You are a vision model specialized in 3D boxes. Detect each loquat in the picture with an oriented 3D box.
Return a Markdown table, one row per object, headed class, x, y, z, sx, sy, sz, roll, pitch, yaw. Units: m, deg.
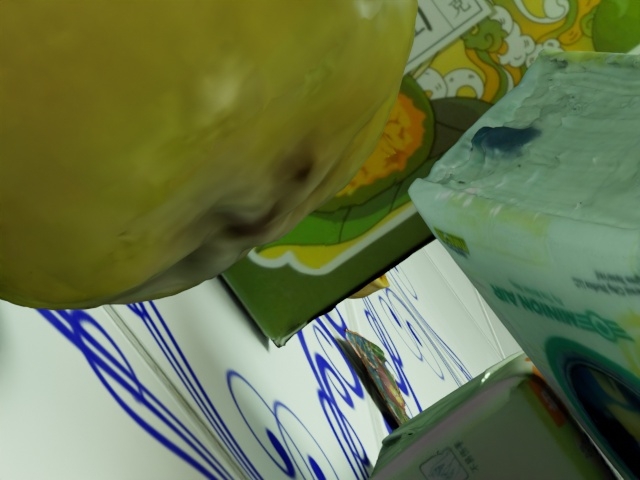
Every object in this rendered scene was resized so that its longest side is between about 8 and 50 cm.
| class | x | y | z | sx | sy | sz | roll | pitch | yaw |
| --- | --- | --- | --- | --- | --- | --- | --- | --- | --- |
| loquat | -0.087 | -0.123 | 0.714 | 0.284 | 0.276 | 0.276 | 60 | 8 | 3 |

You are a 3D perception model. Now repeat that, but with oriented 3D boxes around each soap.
| class | x | y | z | sx | sy | sz | roll | pitch | yaw |
| --- | --- | --- | --- | --- | --- | --- | --- | --- | --- |
| soap | 0.128 | 0.185 | 1.190 | 0.199 | 0.138 | 0.182 | 56 | 8 | 1 |

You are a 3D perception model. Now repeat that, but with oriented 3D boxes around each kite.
| class | x | y | z | sx | sy | sz | roll | pitch | yaw |
| --- | --- | --- | --- | --- | --- | --- | --- | --- | --- |
| kite | 0.055 | 0.121 | 1.497 | 0.159 | 0.010 | 0.190 | 53 | 9 | -32 |

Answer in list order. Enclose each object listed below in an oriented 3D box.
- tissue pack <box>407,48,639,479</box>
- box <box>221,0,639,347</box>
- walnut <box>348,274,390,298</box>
| class | x | y | z | sx | sy | sz | roll | pitch | yaw |
| --- | --- | --- | --- | --- | --- | --- | --- | --- | --- |
| tissue pack | 0.251 | 0.085 | 1.038 | 0.388 | 0.162 | 0.287 | 50 | -10 | -18 |
| box | 0.009 | -0.206 | 1.197 | 0.420 | 0.373 | 0.138 | 55 | 8 | -11 |
| walnut | 0.000 | 0.000 | 1.500 | 0.121 | 0.052 | 0.091 | 54 | 9 | -1 |
